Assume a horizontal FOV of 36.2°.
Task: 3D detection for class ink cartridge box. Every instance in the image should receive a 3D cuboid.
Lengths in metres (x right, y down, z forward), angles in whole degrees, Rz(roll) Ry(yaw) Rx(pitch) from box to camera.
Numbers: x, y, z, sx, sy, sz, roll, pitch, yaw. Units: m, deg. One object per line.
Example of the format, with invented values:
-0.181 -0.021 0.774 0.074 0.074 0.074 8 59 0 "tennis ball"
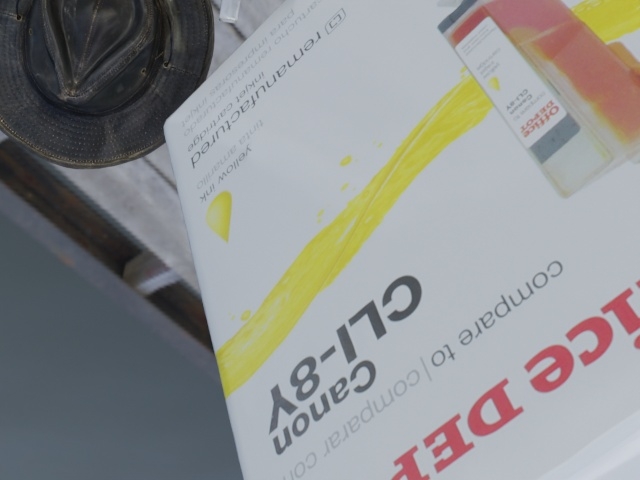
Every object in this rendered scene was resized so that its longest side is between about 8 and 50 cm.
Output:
0.087 -0.007 0.498 0.279 0.384 0.160 -41 130 17 "ink cartridge box"

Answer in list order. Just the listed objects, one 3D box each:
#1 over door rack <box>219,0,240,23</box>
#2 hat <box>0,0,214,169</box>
0.027 -0.275 0.961 0.239 0.108 0.324 9 179 -9 "over door rack"
-0.279 -0.249 1.214 0.331 0.134 0.331 -2 98 -13 "hat"
